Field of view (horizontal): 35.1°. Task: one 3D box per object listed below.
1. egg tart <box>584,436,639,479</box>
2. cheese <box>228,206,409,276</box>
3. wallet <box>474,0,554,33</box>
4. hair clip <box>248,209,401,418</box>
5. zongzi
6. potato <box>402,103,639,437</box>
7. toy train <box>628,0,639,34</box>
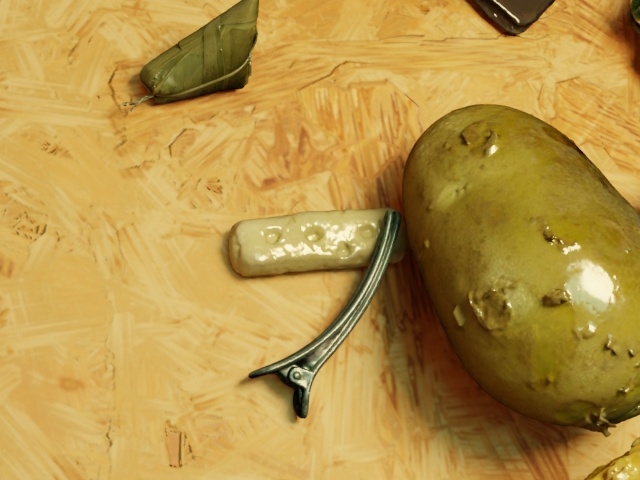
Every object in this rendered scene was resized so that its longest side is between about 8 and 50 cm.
[{"bbox_3d":[0.369,0.313,0.940,0.339,0.153,0.351,45,100,4],"label":"egg tart"},{"bbox_3d":[0.000,0.000,1.050,0.193,0.043,0.065,-6,65,-19],"label":"cheese"},{"bbox_3d":[0.177,-0.400,1.275,0.309,0.042,0.165,42,60,1],"label":"wallet"},{"bbox_3d":[0.023,0.066,1.011,0.070,0.039,0.229,40,70,-7],"label":"hair clip"},{"bbox_3d":[-0.139,-0.196,1.034,0.154,0.130,0.062,-17,65,-24],"label":"zongzi"},{"bbox_3d":[0.207,0.019,0.998,0.359,0.219,0.269,57,19,18],"label":"potato"},{"bbox_3d":[0.538,-0.278,1.267,0.304,0.150,0.222,-14,59,-25],"label":"toy train"}]
